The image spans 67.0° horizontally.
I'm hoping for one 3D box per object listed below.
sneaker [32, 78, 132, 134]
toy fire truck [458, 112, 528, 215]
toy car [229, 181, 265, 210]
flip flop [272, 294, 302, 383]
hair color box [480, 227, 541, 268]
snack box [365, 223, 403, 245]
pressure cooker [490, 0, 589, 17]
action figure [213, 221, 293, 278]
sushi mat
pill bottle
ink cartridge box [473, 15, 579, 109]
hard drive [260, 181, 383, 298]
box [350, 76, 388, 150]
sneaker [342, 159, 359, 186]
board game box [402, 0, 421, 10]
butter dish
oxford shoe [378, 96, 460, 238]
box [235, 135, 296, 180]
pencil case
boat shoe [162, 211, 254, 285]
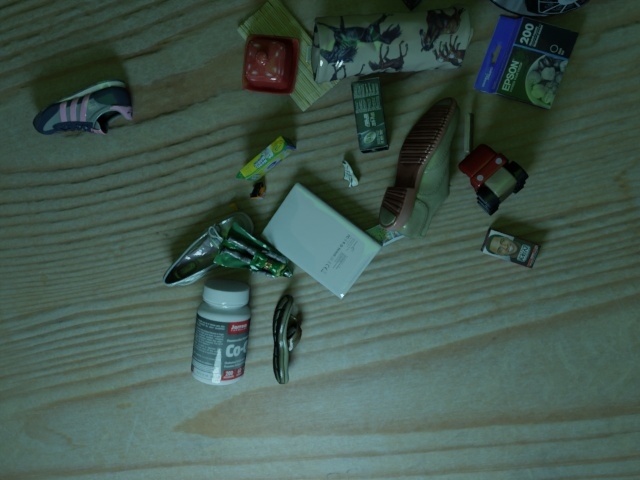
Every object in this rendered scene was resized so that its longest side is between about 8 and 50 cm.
[{"bbox_3d":[-0.718,-0.368,1.464,0.319,0.112,0.131,-21,90,12],"label":"sneaker"},{"bbox_3d":[0.421,-0.213,1.269,0.158,0.217,0.246,-44,75,12],"label":"toy fire truck"},{"bbox_3d":[-0.215,-0.131,1.464,0.122,0.060,0.040,-20,138,27],"label":"toy car"},{"bbox_3d":[-0.097,0.298,1.464,0.080,0.112,0.276,-1,95,-17],"label":"flip flop"},{"bbox_3d":[0.532,0.022,1.356,0.141,0.043,0.071,18,100,7],"label":"hair color box"},{"bbox_3d":[0.164,-0.009,1.419,0.178,0.022,0.064,-25,91,11],"label":"snack box"},{"bbox_3d":[0.537,-0.743,1.057,0.376,0.420,0.369,35,92,4],"label":"pressure cooker"},{"bbox_3d":[-0.180,0.056,1.429,0.232,0.063,0.137,26,105,-22],"label":"action figure"},{"bbox_3d":[-0.090,-0.540,1.394,0.151,0.019,0.316,-39,90,12],"label":"sushi mat"},{"bbox_3d":[-0.295,0.270,1.453,0.161,0.161,0.283,9,99,7],"label":"pill bottle"},{"bbox_3d":[0.545,-0.479,1.292,0.208,0.045,0.206,19,99,8],"label":"ink cartridge box"},{"bbox_3d":[0.000,0.000,1.421,0.308,0.040,0.203,38,105,6],"label":"hard drive"},{"bbox_3d":[0.137,-0.334,1.319,0.078,0.147,0.180,-7,96,9],"label":"box"},{"bbox_3d":[0.079,-0.194,1.404,0.037,0.032,0.083,-27,92,11],"label":"sneaker"},{"bbox_3d":[0.198,-0.696,1.216,0.042,0.243,0.165,-38,91,10],"label":"board game box"},{"bbox_3d":[-0.150,-0.495,1.339,0.160,0.118,0.159,9,101,8],"label":"butter dish"},{"bbox_3d":[0.299,-0.196,1.342,0.147,0.140,0.396,22,96,-26],"label":"oxford shoe"},{"bbox_3d":[-0.159,-0.228,1.399,0.179,0.105,0.043,-36,90,12],"label":"box"},{"bbox_3d":[0.167,-0.503,1.240,0.411,0.183,0.159,-7,100,-2],"label":"pencil case"},{"bbox_3d":[-0.337,0.033,1.459,0.320,0.103,0.118,-34,92,10],"label":"boat shoe"}]
